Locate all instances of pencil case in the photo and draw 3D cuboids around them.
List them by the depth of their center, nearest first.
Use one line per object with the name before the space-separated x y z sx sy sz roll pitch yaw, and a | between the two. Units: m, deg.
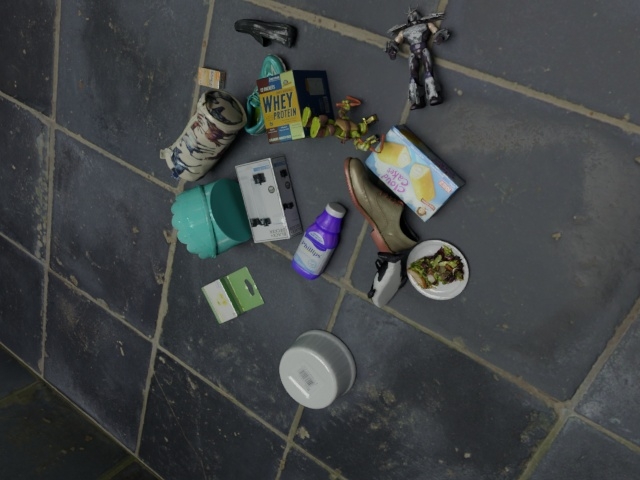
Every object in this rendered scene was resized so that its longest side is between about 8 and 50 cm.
pencil case | -0.410 -0.360 1.802 0.410 0.184 0.159 -35 58 49

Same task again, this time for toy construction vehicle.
toy construction vehicle | 0.141 -0.339 1.619 0.098 0.035 0.085 -18 95 34

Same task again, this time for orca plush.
orca plush | 0.191 0.103 1.658 0.102 0.151 0.287 55 170 30

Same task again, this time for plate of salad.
plate of salad | 0.361 0.096 1.620 0.200 0.048 0.199 10 110 29

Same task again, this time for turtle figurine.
turtle figurine | 0.057 -0.343 1.531 0.087 0.218 0.269 -58 42 44

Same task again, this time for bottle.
bottle | 0.000 0.000 1.778 0.118 0.092 0.282 37 121 17

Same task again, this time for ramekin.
ramekin | -0.019 0.484 1.921 0.278 0.135 0.276 10 110 28

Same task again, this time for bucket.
bucket | -0.381 -0.085 1.884 0.183 0.281 0.280 -19 95 31

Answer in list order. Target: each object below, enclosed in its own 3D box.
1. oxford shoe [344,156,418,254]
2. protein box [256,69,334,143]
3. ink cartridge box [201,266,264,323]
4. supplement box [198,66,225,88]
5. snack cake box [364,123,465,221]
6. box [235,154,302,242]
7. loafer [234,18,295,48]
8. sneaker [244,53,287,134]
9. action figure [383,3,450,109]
oxford shoe | 0.191 -0.117 1.600 0.130 0.123 0.348 -19 113 30
protein box | -0.071 -0.419 1.619 0.136 0.201 0.199 -4 103 32
ink cartridge box | -0.357 0.223 2.090 0.235 0.056 0.171 -26 91 36
supplement box | -0.391 -0.584 1.859 0.099 0.036 0.062 19 115 24
snack cake box | 0.280 -0.203 1.548 0.264 0.089 0.152 46 122 11
box | -0.182 -0.145 1.844 0.169 0.087 0.289 -6 103 32
loafer | -0.186 -0.672 1.683 0.224 0.076 0.078 17 106 22
sneaker | -0.185 -0.479 1.725 0.107 0.110 0.275 28 117 21
action figure | 0.278 -0.517 1.445 0.186 0.099 0.284 -6 99 37
